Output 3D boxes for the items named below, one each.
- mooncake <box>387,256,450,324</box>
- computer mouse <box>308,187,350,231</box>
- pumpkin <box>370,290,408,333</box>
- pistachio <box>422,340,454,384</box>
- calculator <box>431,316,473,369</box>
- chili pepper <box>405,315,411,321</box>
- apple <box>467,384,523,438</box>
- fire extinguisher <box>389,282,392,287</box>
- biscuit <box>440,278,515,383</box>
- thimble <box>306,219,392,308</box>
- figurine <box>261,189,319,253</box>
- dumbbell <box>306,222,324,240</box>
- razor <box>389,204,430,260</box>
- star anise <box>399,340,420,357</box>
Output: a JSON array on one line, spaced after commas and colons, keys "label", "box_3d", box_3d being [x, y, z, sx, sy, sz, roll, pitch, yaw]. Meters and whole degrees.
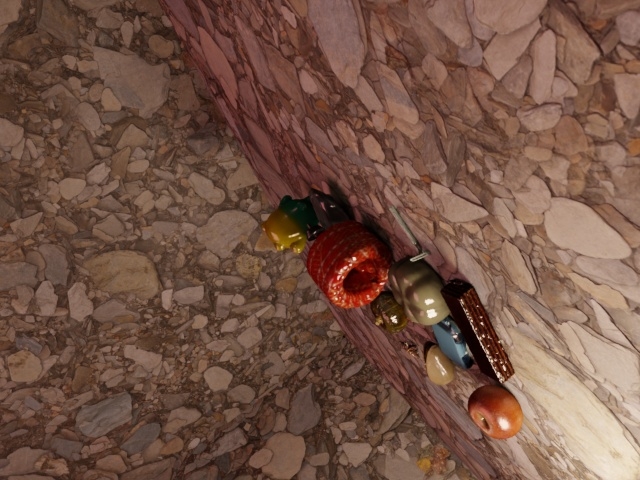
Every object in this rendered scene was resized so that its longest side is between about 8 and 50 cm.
[{"label": "mooncake", "box_3d": [0.361, 0.190, 1.654, 0.275, 0.135, 0.275, 55, 166, 21]}, {"label": "computer mouse", "box_3d": [0.059, -0.116, 2.047, 0.203, 0.114, 0.373, 49, 169, 38]}, {"label": "pumpkin", "box_3d": [0.331, 0.366, 2.176, 0.219, 0.162, 0.219, 51, 163, 22]}, {"label": "pistachio", "box_3d": [0.524, 0.551, 1.986, 0.206, 0.131, 0.130, 62, 159, -11]}, {"label": "calculator", "box_3d": [0.524, 0.402, 1.770, 0.173, 0.051, 0.293, 36, 158, 55]}, {"label": "chili pepper", "box_3d": [0.407, 0.310, 1.947, 0.071, 0.073, 0.123, 9, 157, 10]}, {"label": "apple", "box_3d": [0.652, 0.629, 1.639, 0.201, 0.162, 0.201, 47, 154, 32]}, {"label": "fire extinguisher", "box_3d": [0.328, 0.194, 2.030, 0.046, 0.032, 0.100, 40, 157, 20]}, {"label": "biscuit", "box_3d": [0.521, 0.303, 1.466, 0.388, 0.073, 0.107, 60, 166, -17]}, {"label": "thimble", "box_3d": [0.126, 0.100, 1.868, 0.230, 0.350, 0.350, 42, 162, 41]}, {"label": "figurine", "box_3d": [-0.133, -0.100, 2.307, 0.323, 0.340, 0.231, 49, 167, 22]}, {"label": "dumbbell", "box_3d": [0.000, 0.000, 2.082, 0.208, 0.099, 0.099, 53, 168, 16]}, {"label": "razor", "box_3d": [0.303, -0.031, 1.542, 0.084, 0.036, 0.211, -33, 85, 54]}, {"label": "star anise", "box_3d": [0.479, 0.580, 2.402, 0.129, 0.056, 0.124, 23, 146, 42]}]
